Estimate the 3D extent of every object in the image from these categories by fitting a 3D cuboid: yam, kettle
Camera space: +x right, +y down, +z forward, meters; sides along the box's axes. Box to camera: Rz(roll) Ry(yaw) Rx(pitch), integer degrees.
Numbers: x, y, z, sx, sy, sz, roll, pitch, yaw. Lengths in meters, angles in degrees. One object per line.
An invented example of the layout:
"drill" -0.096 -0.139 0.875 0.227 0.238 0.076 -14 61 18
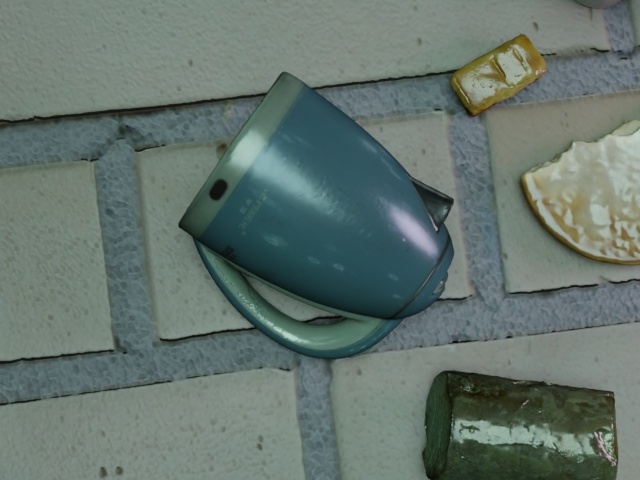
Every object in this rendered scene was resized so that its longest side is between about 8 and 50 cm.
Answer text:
"yam" 0.275 0.264 1.574 0.268 0.161 0.161 8 85 2
"kettle" 0.000 0.000 1.575 0.342 0.247 0.319 35 116 -6

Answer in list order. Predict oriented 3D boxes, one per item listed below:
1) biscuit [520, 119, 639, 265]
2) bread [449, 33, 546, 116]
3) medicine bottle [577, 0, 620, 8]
"biscuit" 0.452 -0.071 1.663 0.309 0.040 0.204 -25 85 -3
"bread" 0.250 -0.232 1.667 0.132 0.053 0.074 -29 86 -2
"medicine bottle" 0.406 -0.402 1.594 0.139 0.237 0.139 0 85 0
